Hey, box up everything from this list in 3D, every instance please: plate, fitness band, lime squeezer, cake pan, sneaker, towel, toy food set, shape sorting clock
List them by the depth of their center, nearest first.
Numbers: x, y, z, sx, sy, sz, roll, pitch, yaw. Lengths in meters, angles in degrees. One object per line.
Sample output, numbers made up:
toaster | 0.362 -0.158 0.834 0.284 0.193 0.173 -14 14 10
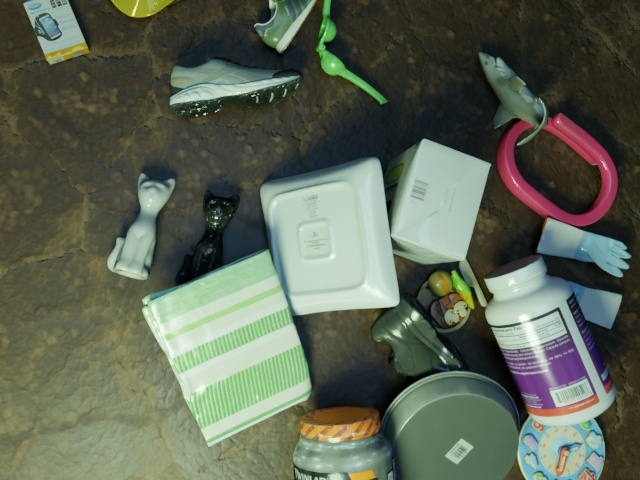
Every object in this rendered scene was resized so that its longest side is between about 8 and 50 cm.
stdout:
towel | -0.162 0.206 1.095 0.247 0.038 0.325 -22 109 -12
plate | 0.000 0.000 1.101 0.277 0.045 0.278 -9 86 32
cake pan | 0.263 0.401 1.152 0.292 0.054 0.294 -2 107 -5
sneaker | -0.168 -0.320 1.155 0.271 0.100 0.108 -9 82 -12
toy food set | -0.333 -0.539 1.160 0.217 0.071 0.128 -39 118 -10
sneaker | 0.214 0.242 1.193 0.130 0.109 0.286 -37 100 11
sneaker | -0.064 -0.488 1.204 0.086 0.064 0.192 33 83 -12
lime squeezer | 0.040 -0.418 1.208 0.109 0.059 0.311 -19 103 7
toy food set | 0.264 0.131 1.234 0.192 0.038 0.133 -28 92 -12
shape sorting clock | 0.525 0.456 1.261 0.206 0.040 0.206 1 85 -12
fitness band | 0.532 -0.158 1.309 0.290 0.054 0.209 36 82 -6

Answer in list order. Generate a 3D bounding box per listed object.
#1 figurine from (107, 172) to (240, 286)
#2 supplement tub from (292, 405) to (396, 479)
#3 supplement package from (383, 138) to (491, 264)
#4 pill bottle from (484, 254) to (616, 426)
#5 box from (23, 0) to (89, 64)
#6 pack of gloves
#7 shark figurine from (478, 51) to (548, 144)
figurine | -0.279 -0.018 1.121 0.214 0.092 0.210 16 75 -9
supplement tub | 0.050 0.485 1.084 0.193 0.193 0.316 -5 86 -12
supplement package | 0.205 -0.068 1.155 0.149 0.203 0.194 19 82 -10
pill bottle | 0.460 0.201 1.197 0.181 0.181 0.323 -24 90 -12
box | -0.515 -0.420 1.128 0.081 0.028 0.136 -22 88 -12
pack of gloves | 0.575 0.073 1.311 0.231 0.046 0.195 17 95 -8
shark figurine | 0.423 -0.278 1.256 0.166 0.278 0.116 27 121 -36
